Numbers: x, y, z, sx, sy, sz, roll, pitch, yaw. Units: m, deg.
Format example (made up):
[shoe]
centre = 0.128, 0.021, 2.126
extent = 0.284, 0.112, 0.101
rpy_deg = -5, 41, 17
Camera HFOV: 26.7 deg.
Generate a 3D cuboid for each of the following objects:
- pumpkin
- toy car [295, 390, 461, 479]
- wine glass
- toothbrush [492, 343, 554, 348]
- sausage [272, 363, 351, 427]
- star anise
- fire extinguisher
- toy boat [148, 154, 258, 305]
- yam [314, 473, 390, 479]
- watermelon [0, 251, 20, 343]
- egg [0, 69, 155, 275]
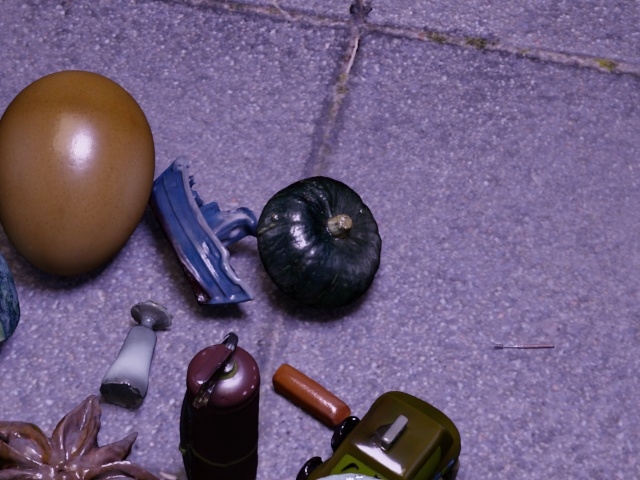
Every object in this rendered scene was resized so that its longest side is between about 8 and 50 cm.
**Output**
[pumpkin]
centre = 0.001, 0.001, 2.061
extent = 0.211, 0.152, 0.212
rpy_deg = 32, 43, -37
[toy car]
centre = 0.084, 0.306, 1.815
extent = 0.204, 0.198, 0.248
rpy_deg = 32, 58, 18
[wine glass]
centre = -0.270, 0.166, 1.984
extent = 0.072, 0.072, 0.155
rpy_deg = 11, 51, 5
[toothbrush]
centre = 0.313, 0.162, 2.067
extent = 0.097, 0.008, 0.006
rpy_deg = -1, 65, -5
[sausage]
centre = -0.012, 0.229, 1.969
extent = 0.131, 0.041, 0.039
rpy_deg = 33, 52, 21
[star anise]
centre = -0.343, 0.351, 1.809
extent = 0.292, 0.109, 0.349
rpy_deg = -35, 60, -29
[fire extinguisher]
centre = -0.136, 0.237, 1.763
extent = 0.105, 0.341, 0.141
rpy_deg = 15, 54, 8
[toy boat]
centre = -0.172, -0.020, 2.100
extent = 0.142, 0.129, 0.309
rpy_deg = -26, 55, -6
[yam]
centre = 0.017, 0.459, 1.626
extent = 0.241, 0.348, 0.241
rpy_deg = 7, 40, -6
[watermelon]
centre = -0.569, 0.071, 1.928
extent = 0.226, 0.318, 0.148
rpy_deg = -60, 34, 4
[egg]
centre = -0.382, -0.104, 2.072
extent = 0.250, 0.250, 0.322
rpy_deg = 5, 72, 0
